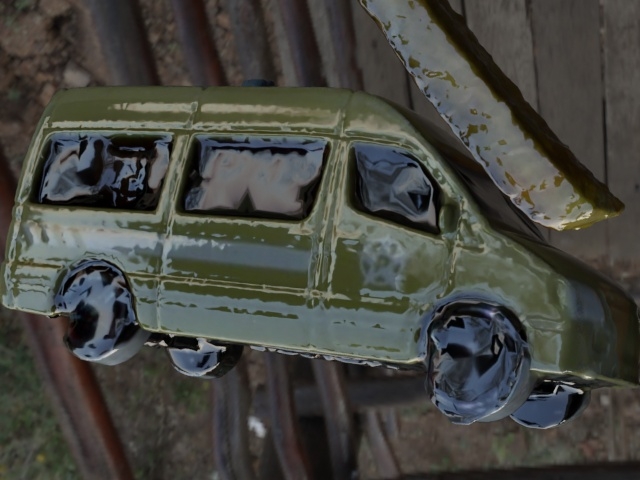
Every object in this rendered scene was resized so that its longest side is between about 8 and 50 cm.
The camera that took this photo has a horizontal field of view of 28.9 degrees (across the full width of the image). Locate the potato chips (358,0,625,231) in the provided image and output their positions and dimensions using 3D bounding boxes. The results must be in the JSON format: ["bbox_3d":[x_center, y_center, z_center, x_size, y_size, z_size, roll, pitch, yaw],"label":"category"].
[{"bbox_3d":[0.011,-0.080,0.304,0.037,0.026,0.204,-23,108,38],"label":"potato chips"}]

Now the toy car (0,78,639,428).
[{"bbox_3d":[0.000,0.000,0.494,0.256,0.101,0.125,4,84,28],"label":"toy car"}]
